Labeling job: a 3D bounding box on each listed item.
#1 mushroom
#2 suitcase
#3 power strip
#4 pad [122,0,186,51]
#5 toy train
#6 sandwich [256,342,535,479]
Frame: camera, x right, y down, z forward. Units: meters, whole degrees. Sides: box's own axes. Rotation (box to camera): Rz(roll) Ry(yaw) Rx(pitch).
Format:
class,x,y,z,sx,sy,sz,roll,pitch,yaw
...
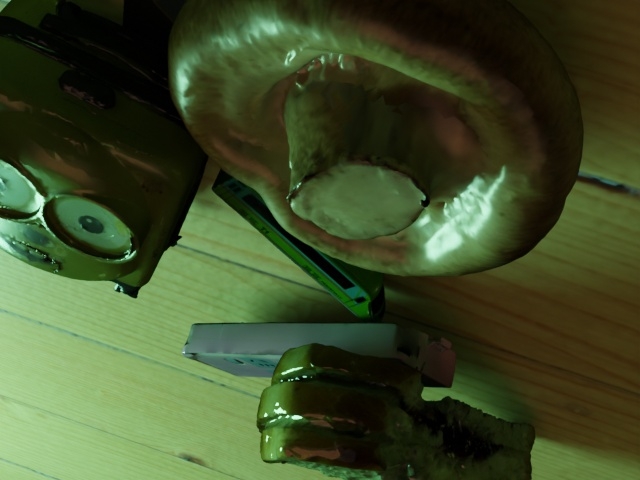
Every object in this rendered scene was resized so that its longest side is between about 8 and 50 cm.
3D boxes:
class,x,y,z,sx,sy,sz,roll,pitch,yaw
mushroom,0.033,-0.076,0.614,0.278,0.146,0.278,17,147,12
suitcase,-0.193,-0.061,0.743,0.193,0.143,0.235,26,144,-5
power strip,-0.005,0.110,0.909,0.278,0.038,0.109,-3,158,34
pad,-0.058,-0.186,0.642,0.163,0.004,0.243,22,142,1
toy train,0.000,0.000,0.803,0.042,0.044,0.209,-22,127,43
sandwich,0.082,0.182,0.856,0.288,0.100,0.254,13,161,-4
